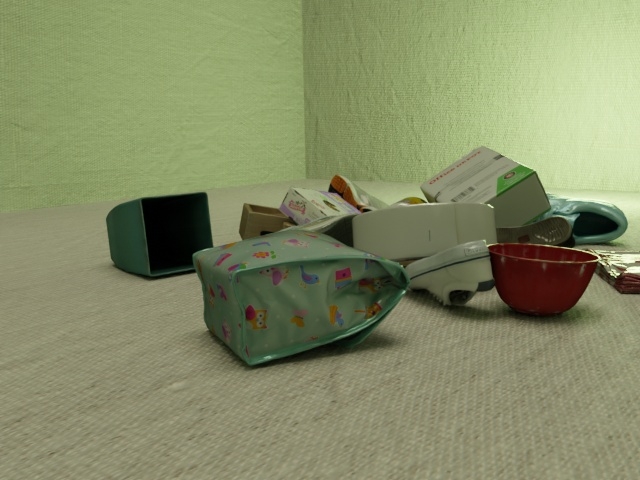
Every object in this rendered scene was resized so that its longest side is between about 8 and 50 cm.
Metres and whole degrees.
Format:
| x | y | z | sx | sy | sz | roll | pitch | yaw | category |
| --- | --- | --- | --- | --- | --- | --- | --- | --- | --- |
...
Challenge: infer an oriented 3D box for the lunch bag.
| x | y | z | sx | sy | sz | roll | pitch | yaw | category |
| --- | --- | --- | --- | --- | --- | --- | --- | --- | --- |
| -0.029 | 0.068 | 1.046 | 0.263 | 0.160 | 0.223 | -11 | 12 | -24 | lunch bag |

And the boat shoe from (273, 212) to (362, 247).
| x | y | z | sx | sy | sz | roll | pitch | yaw | category |
| --- | --- | --- | --- | --- | --- | --- | --- | --- | --- |
| -0.001 | 0.003 | 1.583 | 0.321 | 0.118 | 0.103 | -16 | 20 | -34 | boat shoe |

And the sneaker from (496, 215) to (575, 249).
| x | y | z | sx | sy | sz | roll | pitch | yaw | category |
| --- | --- | --- | --- | --- | --- | --- | --- | --- | --- |
| 0.457 | 0.019 | 1.594 | 0.222 | 0.083 | 0.118 | -13 | -27 | 23 | sneaker |

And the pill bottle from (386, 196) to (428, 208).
| x | y | z | sx | sy | sz | roll | pitch | yaw | category |
| --- | --- | --- | --- | --- | --- | --- | --- | --- | --- |
| 0.221 | -0.046 | 1.838 | 0.117 | 0.117 | 0.215 | 2 | 10 | 18 | pill bottle |

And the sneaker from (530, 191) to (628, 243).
| x | y | z | sx | sy | sz | roll | pitch | yaw | category |
| --- | --- | --- | --- | --- | --- | --- | --- | --- | --- |
| 0.596 | -0.058 | 1.823 | 0.366 | 0.135 | 0.150 | -1 | 8 | 12 | sneaker |

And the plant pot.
| x | y | z | sx | sy | sz | roll | pitch | yaw | category |
| --- | --- | --- | --- | --- | --- | --- | --- | --- | --- |
| -0.379 | -0.013 | 1.601 | 0.166 | 0.165 | 0.234 | -10 | 5 | -43 | plant pot |

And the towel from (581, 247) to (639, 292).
| x | y | z | sx | sy | sz | roll | pitch | yaw | category |
| --- | --- | --- | --- | --- | --- | --- | --- | --- | --- |
| 0.675 | 0.054 | 1.420 | 0.237 | 0.037 | 0.329 | 1 | 9 | 7 | towel |

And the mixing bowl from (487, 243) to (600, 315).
| x | y | z | sx | sy | sz | roll | pitch | yaw | category |
| --- | --- | --- | --- | --- | --- | --- | --- | --- | --- |
| 0.359 | 0.066 | 1.168 | 0.182 | 0.098 | 0.181 | 2 | 8 | 0 | mixing bowl |

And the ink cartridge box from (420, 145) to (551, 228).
| x | y | z | sx | sy | sz | roll | pitch | yaw | category |
| --- | --- | --- | --- | --- | --- | --- | --- | --- | --- |
| 0.409 | -0.112 | 1.802 | 0.211 | 0.121 | 0.289 | -33 | 23 | 0 | ink cartridge box |

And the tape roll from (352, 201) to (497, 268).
| x | y | z | sx | sy | sz | roll | pitch | yaw | category |
| --- | --- | --- | --- | --- | --- | --- | --- | --- | --- |
| 0.205 | -0.004 | 1.409 | 0.287 | 0.100 | 0.286 | -2 | -7 | 0 | tape roll |

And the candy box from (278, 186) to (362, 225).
| x | y | z | sx | sy | sz | roll | pitch | yaw | category |
| --- | --- | --- | --- | --- | --- | --- | --- | --- | --- |
| 0.022 | -0.056 | 1.762 | 0.165 | 0.070 | 0.196 | 41 | 21 | 31 | candy box |

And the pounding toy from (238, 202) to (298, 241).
| x | y | z | sx | sy | sz | roll | pitch | yaw | category |
| --- | --- | --- | --- | --- | --- | --- | --- | --- | --- |
| -0.104 | -0.019 | 1.805 | 0.181 | 0.094 | 0.206 | 9 | 12 | -14 | pounding toy |

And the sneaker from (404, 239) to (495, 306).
| x | y | z | sx | sy | sz | roll | pitch | yaw | category |
| --- | --- | --- | --- | --- | --- | --- | --- | --- | --- |
| 0.214 | 0.071 | 1.226 | 0.094 | 0.091 | 0.258 | -9 | -10 | -14 | sneaker |

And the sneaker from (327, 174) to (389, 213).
| x | y | z | sx | sy | sz | roll | pitch | yaw | category |
| --- | --- | --- | --- | --- | --- | --- | --- | --- | --- |
| 0.126 | -0.095 | 2.034 | 0.121 | 0.099 | 0.262 | -3 | 41 | -43 | sneaker |
